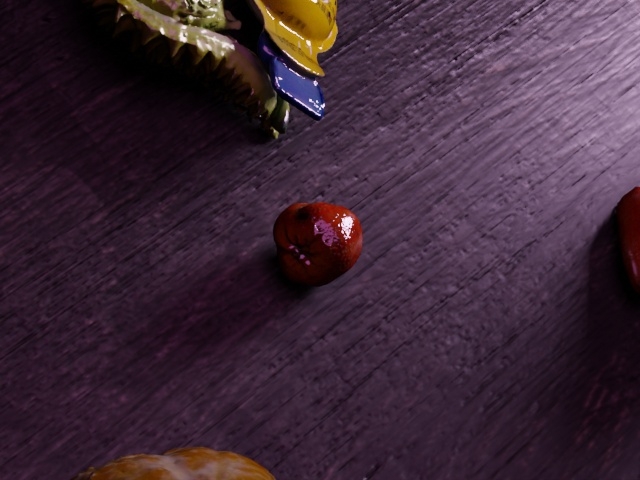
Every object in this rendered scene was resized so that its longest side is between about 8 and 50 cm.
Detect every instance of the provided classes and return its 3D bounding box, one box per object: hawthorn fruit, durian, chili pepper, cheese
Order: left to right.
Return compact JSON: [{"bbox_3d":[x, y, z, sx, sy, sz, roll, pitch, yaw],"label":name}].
[{"bbox_3d":[-0.171,-0.237,1.618,0.375,0.106,0.132,39,65,-3],"label":"durian"},{"bbox_3d":[-0.032,-0.230,1.661,0.156,0.064,0.250,32,39,-38],"label":"cheese"},{"bbox_3d":[0.000,0.000,1.573,0.093,0.093,0.093,7,62,-14],"label":"hawthorn fruit"},{"bbox_3d":[0.348,0.003,1.689,0.073,0.070,0.123,16,57,-28],"label":"chili pepper"}]

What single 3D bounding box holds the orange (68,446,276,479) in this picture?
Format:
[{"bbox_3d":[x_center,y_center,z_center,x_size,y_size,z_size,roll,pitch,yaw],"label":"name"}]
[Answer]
[{"bbox_3d":[-0.109,0.320,1.278,0.329,0.249,0.329,3,64,-7],"label":"orange"}]
